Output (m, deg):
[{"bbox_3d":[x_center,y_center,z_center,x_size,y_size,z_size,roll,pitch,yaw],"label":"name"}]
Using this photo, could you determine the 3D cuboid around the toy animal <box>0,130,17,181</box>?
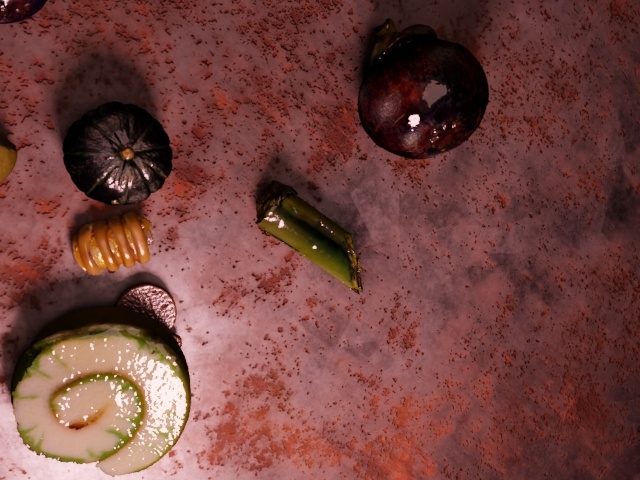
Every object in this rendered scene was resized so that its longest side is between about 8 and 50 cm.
[{"bbox_3d":[-0.743,-0.104,1.305,0.181,0.180,0.363,41,70,15],"label":"toy animal"}]

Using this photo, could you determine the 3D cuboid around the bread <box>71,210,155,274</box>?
[{"bbox_3d":[-0.447,0.009,1.525,0.177,0.084,0.119,-19,106,-18],"label":"bread"}]

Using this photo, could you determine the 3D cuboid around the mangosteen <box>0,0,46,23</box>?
[{"bbox_3d":[-0.611,-0.522,1.313,0.194,0.194,0.230,-20,82,-22],"label":"mangosteen"}]

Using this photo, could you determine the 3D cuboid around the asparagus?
[{"bbox_3d":[0.000,0.000,1.724,0.382,0.108,0.128,36,88,-28],"label":"asparagus"}]

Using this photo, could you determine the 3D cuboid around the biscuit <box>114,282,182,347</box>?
[{"bbox_3d":[-0.402,0.211,1.597,0.180,0.039,0.236,7,100,-19],"label":"biscuit"}]

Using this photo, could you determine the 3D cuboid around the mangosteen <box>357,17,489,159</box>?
[{"bbox_3d":[0.238,-0.351,1.687,0.330,0.330,0.330,-4,100,-25],"label":"mangosteen"}]

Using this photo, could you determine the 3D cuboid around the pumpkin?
[{"bbox_3d":[-0.420,-0.179,1.462,0.220,0.162,0.220,-3,97,-30],"label":"pumpkin"}]

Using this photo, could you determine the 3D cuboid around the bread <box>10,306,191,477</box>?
[{"bbox_3d":[-0.464,0.334,1.519,0.366,0.129,0.382,-20,108,-9],"label":"bread"}]
